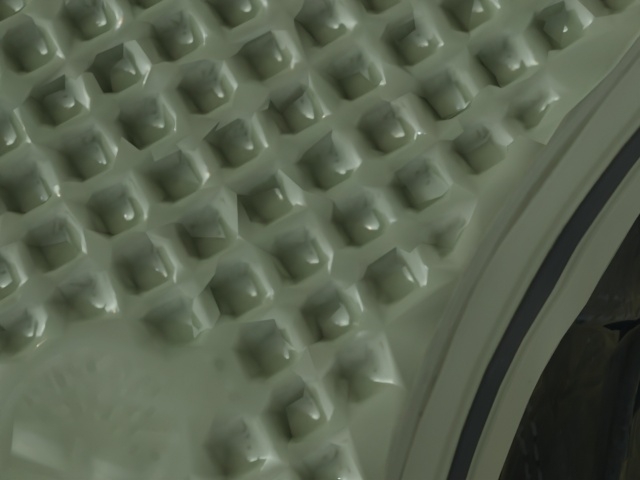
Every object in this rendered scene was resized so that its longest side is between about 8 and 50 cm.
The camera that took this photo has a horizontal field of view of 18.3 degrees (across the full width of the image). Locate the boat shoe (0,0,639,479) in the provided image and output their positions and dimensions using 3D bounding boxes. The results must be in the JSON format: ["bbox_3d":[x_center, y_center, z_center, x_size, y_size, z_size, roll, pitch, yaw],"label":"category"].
[{"bbox_3d":[0.000,0.000,0.436,0.186,0.500,0.156,15,166,15],"label":"boat shoe"}]
